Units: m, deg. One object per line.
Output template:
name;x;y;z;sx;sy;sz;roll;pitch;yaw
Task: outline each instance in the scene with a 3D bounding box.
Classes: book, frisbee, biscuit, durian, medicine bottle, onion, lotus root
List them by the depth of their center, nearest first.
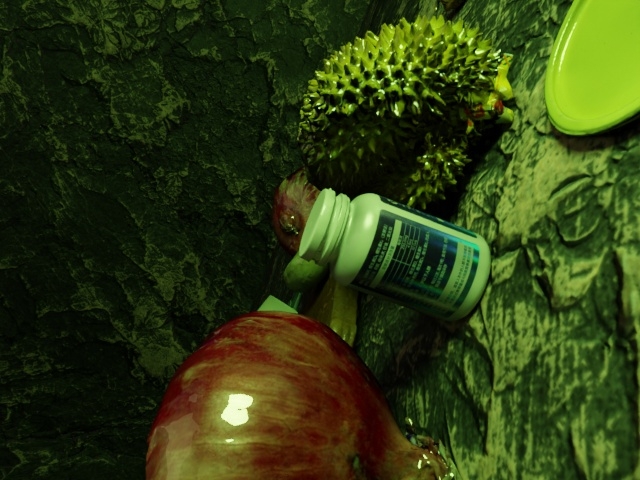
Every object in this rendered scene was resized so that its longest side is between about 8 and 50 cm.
frisbee;0.273;-0.199;0.426;0.236;0.017;0.236;-160;90;-81
onion;0.001;0.232;0.483;0.347;0.285;0.348;-8;-90;-72
medicine bottle;0.079;0.013;0.559;0.107;0.191;0.107;-160;90;-81
durian;0.101;-0.167;0.687;0.293;0.258;0.258;-43;29;59
biscuit;-0.006;0.212;0.998;0.381;0.074;0.359;159;130;-76
lotus root;-0.024;0.056;1.053;0.090;0.077;0.183;-54;1;-30
onion;-0.012;-0.059;1.165;0.246;0.190;0.247;13;108;47
book;-0.091;0.217;1.629;0.103;0.017;0.135;-124;54;-77

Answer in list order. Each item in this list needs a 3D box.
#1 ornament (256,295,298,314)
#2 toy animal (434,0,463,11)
ornament;-0.114;0.213;1.092;0.130;0.120;0.285;-49;0;-19
toy animal;0.268;-0.503;0.948;0.241;0.056;0.099;134;154;-66
